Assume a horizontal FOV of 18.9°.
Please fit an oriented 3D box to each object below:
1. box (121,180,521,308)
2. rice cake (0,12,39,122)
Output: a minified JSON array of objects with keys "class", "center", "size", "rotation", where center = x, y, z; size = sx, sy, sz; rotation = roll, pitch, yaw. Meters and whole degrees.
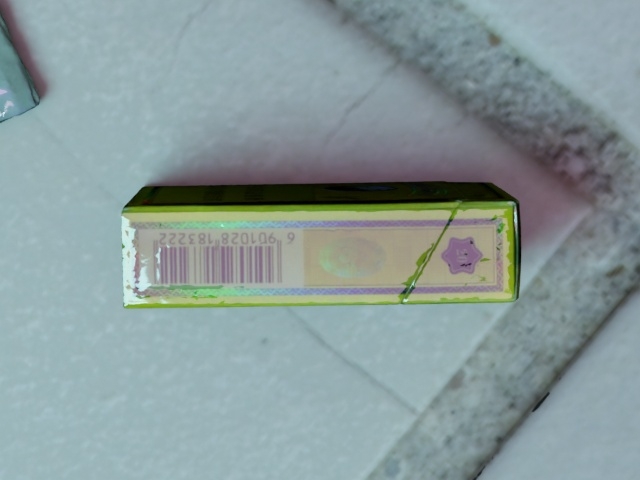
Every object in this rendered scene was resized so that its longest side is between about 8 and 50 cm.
[{"class":"box","center":[0.000,0.001,1.112],"size":[0.220,0.141,0.064],"rotation":[1,96,0]},{"class":"rice cake","center":[-0.297,-0.090,1.147],"size":[0.237,0.043,0.127],"rotation":[-21,97,2]}]
